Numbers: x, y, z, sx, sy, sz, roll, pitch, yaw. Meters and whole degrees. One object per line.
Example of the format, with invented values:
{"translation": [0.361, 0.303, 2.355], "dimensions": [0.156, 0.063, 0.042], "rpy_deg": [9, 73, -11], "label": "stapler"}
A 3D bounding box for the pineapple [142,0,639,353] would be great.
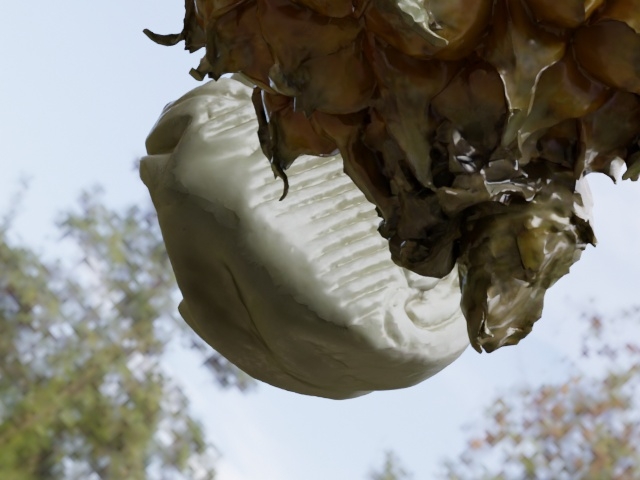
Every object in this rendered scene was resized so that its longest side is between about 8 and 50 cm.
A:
{"translation": [0.033, -0.113, 0.665], "dimensions": [0.344, 0.286, 0.209], "rpy_deg": [-8, -21, 41], "label": "pineapple"}

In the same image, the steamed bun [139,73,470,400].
{"translation": [0.000, 0.000, 1.608], "dimensions": [0.368, 0.342, 0.255], "rpy_deg": [55, -38, 21], "label": "steamed bun"}
